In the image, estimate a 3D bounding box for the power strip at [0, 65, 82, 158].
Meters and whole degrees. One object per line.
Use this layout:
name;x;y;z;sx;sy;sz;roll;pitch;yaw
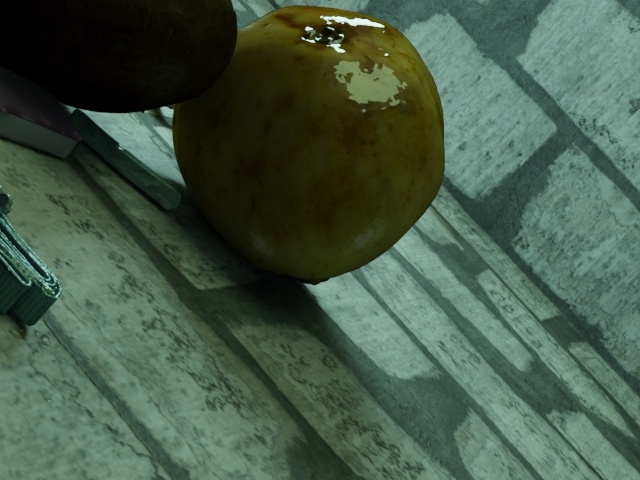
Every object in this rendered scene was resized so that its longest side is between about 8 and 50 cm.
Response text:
power strip;-0.382;-0.167;1.523;0.109;0.037;0.279;52;16;28

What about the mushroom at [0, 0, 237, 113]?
mushroom;-0.263;-0.265;1.649;0.345;0.239;0.345;23;8;-4

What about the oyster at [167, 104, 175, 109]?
oyster;-0.265;-0.268;2.071;0.191;0.081;0.163;46;9;-9

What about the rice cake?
rice cake;-0.251;-0.101;1.722;0.180;0.030;0.042;40;2;-17

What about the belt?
belt;-0.304;-0.002;1.242;0.179;0.065;0.100;48;23;4

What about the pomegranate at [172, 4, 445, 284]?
pomegranate;-0.009;-0.111;1.856;0.410;0.410;0.410;42;14;-13
